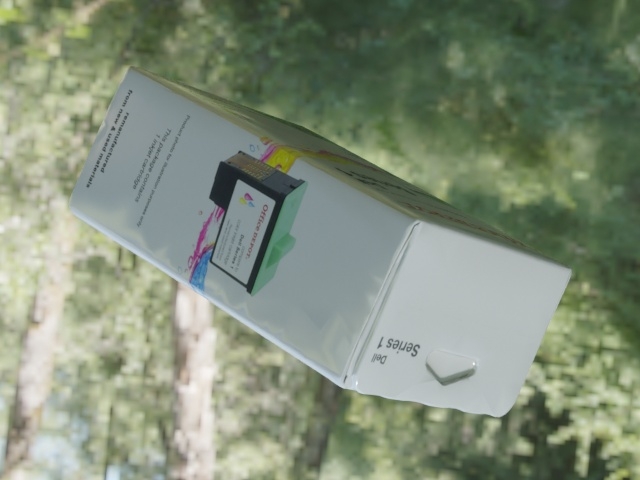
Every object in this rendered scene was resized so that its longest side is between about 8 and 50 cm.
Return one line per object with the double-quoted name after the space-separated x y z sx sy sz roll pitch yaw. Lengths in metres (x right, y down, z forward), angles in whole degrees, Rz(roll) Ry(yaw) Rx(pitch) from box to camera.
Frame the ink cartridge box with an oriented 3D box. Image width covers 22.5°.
0.000 0.000 1.092 0.278 0.117 0.201 30 -171 37 "ink cartridge box"
